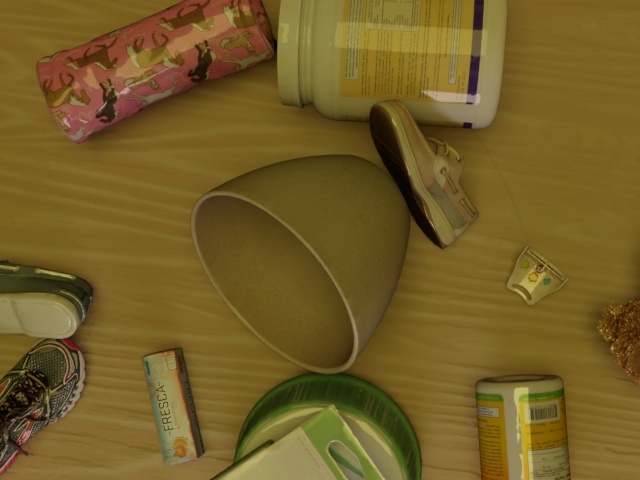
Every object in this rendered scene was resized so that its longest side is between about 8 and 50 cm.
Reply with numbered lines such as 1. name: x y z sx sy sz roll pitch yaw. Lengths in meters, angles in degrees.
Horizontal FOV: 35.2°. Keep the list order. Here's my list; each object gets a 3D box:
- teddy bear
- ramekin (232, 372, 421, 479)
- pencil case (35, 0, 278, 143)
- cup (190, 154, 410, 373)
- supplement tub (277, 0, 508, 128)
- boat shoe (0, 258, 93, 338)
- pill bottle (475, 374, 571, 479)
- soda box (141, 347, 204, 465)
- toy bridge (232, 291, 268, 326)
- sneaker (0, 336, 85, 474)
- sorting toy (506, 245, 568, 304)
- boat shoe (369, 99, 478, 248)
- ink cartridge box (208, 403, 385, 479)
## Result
1. teddy bear: 0.591 0.086 1.554 0.245 0.113 0.338 31 101 -11
2. ramekin: 0.004 0.366 1.560 0.303 0.148 0.303 0 93 6
3. pencil case: -0.264 -0.293 1.622 0.386 0.167 0.160 -24 64 3
4. cup: 0.000 0.000 1.539 0.331 0.331 0.237 45 60 5
5. supplement tub: 0.111 -0.300 1.556 0.331 0.241 0.241 4 88 4
6. boat shoe: -0.529 0.087 1.676 0.319 0.099 0.116 8 127 15
7. pill bottle: 0.315 0.336 1.562 0.136 0.136 0.246 -4 87 4
8. soda box: -0.240 0.269 1.646 0.058 0.063 0.183 -13 86 4
9. toy bridge: -0.110 0.112 1.662 0.188 0.026 0.063 39 92 5
10. sneaker: -0.496 0.284 1.642 0.121 0.112 0.299 37 90 5
11. sorting toy: 0.341 0.061 1.623 0.083 0.045 0.075 39 98 5
12. boat shoe: 0.165 -0.113 1.546 0.098 0.302 0.109 -36 42 -5
13. ink cartridge box: -0.030 0.362 1.460 0.235 0.056 0.171 -35 89 5
